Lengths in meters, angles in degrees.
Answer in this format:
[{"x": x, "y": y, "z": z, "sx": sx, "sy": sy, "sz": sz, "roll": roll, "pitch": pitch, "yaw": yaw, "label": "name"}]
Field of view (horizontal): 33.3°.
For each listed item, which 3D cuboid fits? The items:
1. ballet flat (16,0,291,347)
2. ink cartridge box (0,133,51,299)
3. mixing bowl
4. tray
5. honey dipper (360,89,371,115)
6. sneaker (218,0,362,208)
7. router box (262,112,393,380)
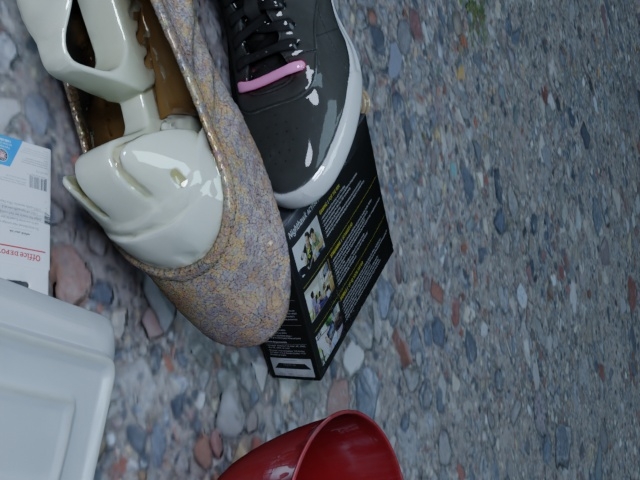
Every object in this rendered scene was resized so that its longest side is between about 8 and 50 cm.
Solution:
[{"x": -0.109, "y": -0.077, "z": 0.598, "sx": 0.106, "sy": 0.107, "sz": 0.316, "roll": -27, "pitch": 98, "yaw": -63, "label": "ballet flat"}, {"x": -0.165, "y": -0.009, "z": 0.549, "sx": 0.048, "sy": 0.028, "sz": 0.083, "roll": 17, "pitch": 69, "yaw": -60, "label": "ink cartridge box"}, {"x": -0.020, "y": 0.202, "z": 0.698, "sx": 0.181, "sy": 0.098, "sz": 0.182, "roll": 21, "pitch": 66, "yaw": -60, "label": "mixing bowl"}, {"x": -0.166, "y": 0.081, "z": 0.466, "sx": 0.270, "sy": 0.030, "sz": 0.145, "roll": 36, "pitch": 62, "yaw": -64, "label": "tray"}, {"x": -0.010, "y": -0.112, "z": 0.871, "sx": 0.160, "sy": 0.030, "sz": 0.031, "roll": -11, "pitch": 93, "yaw": -58, "label": "honey dipper"}, {"x": -0.051, "y": -0.173, "z": 0.734, "sx": 0.147, "sy": 0.104, "sz": 0.296, "roll": 30, "pitch": 52, "yaw": -54, "label": "sneaker"}, {"x": 0.000, "y": 0.000, "z": 0.821, "sx": 0.179, "sy": 0.046, "sz": 0.133, "roll": -56, "pitch": 140, "yaw": -50, "label": "router box"}]
